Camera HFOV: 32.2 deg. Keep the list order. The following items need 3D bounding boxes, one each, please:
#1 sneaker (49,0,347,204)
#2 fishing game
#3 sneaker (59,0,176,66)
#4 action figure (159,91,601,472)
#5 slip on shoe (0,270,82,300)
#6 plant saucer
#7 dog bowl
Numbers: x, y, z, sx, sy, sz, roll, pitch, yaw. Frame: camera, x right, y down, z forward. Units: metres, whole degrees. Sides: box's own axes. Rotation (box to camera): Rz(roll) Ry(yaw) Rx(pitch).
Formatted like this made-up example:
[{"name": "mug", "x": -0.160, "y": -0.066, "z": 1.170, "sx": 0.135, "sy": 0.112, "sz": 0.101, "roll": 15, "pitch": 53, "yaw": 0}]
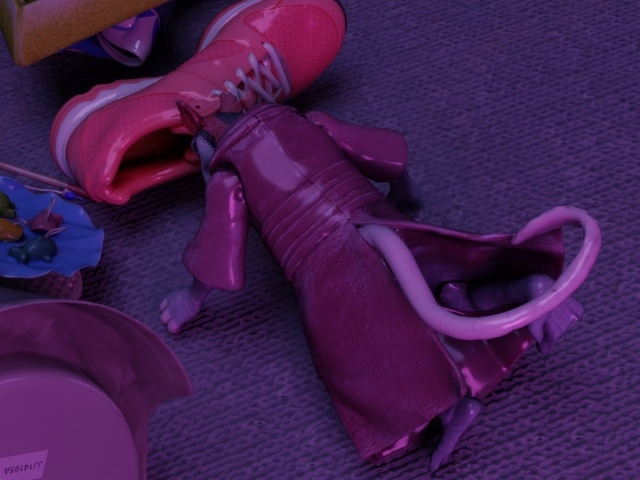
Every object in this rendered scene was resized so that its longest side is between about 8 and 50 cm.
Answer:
[{"name": "sneaker", "x": -0.096, "y": -0.123, "z": 1.042, "sx": 0.314, "sy": 0.116, "sz": 0.136, "roll": -32, "pitch": 37, "yaw": -7}, {"name": "fishing game", "x": -0.276, "y": -0.022, "z": 0.951, "sx": 0.189, "sy": 0.041, "sz": 0.264, "roll": 17, "pitch": 22, "yaw": -2}, {"name": "sneaker", "x": -0.155, "y": -0.281, "z": 1.189, "sx": 0.323, "sy": 0.130, "sz": 0.236, "roll": -5, "pitch": 63, "yaw": -4}, {"name": "action figure", "x": 0.000, "y": 0.000, "z": 0.871, "sx": 0.248, "sy": 0.276, "sz": 0.370, "roll": -40, "pitch": 72, "yaw": -14}, {"name": "slip on shoe", "x": -0.373, "y": 0.065, "z": 0.959, "sx": 0.331, "sy": 0.101, "sz": 0.123, "roll": -15, "pitch": 68, "yaw": -20}, {"name": "plant saucer", "x": -0.250, "y": -0.287, "z": 1.100, "sx": 0.188, "sy": 0.045, "sz": 0.188, "roll": -26, "pitch": 62, "yaw": -4}, {"name": "dog bowl", "x": -0.234, "y": 0.186, "z": 0.711, "sx": 0.102, "sy": 0.349, "sz": 0.349, "roll": 22, "pitch": 58, "yaw": 35}]
